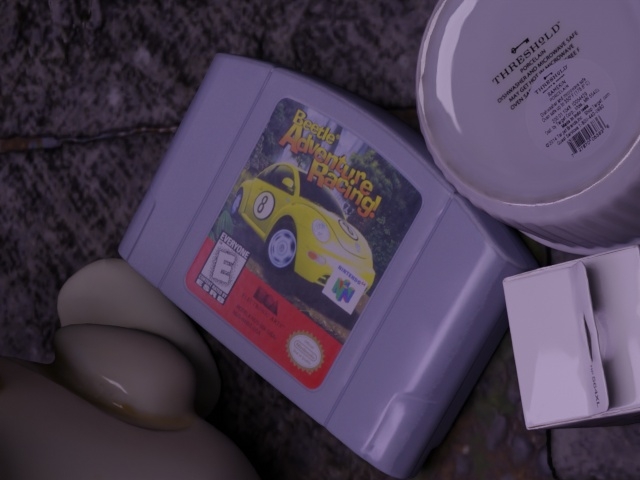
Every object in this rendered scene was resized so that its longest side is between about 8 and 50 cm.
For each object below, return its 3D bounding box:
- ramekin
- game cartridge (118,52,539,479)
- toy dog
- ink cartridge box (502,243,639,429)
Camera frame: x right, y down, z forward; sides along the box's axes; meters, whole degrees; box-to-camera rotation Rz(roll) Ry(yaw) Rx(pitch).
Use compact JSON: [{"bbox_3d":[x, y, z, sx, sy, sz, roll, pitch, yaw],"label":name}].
[{"bbox_3d":[0.155,-0.097,1.086,0.207,0.109,0.207,-3,84,34],"label":"ramekin"},{"bbox_3d":[0.000,0.000,1.221,0.294,0.060,0.196,36,102,31],"label":"game cartridge"},{"bbox_3d":[-0.240,0.197,1.152,0.395,0.408,0.285,44,111,29],"label":"toy dog"},{"bbox_3d":[0.174,0.058,1.039,0.090,0.143,0.092,-16,77,32],"label":"ink cartridge box"}]
